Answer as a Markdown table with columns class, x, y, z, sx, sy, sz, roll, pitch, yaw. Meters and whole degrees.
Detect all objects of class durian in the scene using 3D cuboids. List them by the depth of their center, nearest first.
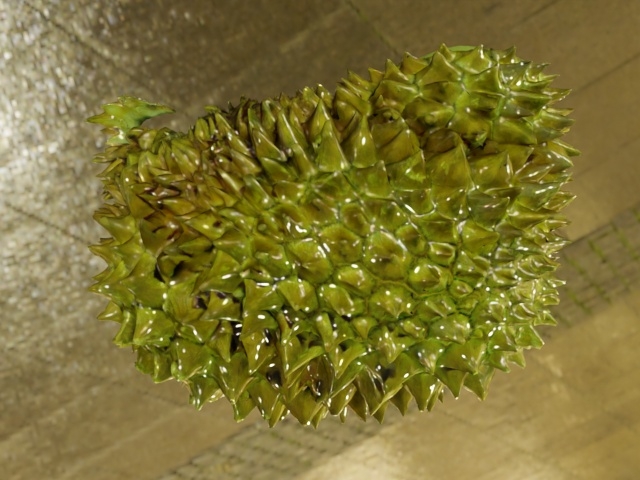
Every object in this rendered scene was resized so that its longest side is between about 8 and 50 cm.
| class | x | y | z | sx | sy | sz | roll | pitch | yaw |
| --- | --- | --- | --- | --- | --- | --- | --- | --- | --- |
| durian | 0.003 | 0.001 | 0.589 | 0.237 | 0.176 | 0.200 | 2 | 153 | 11 |
